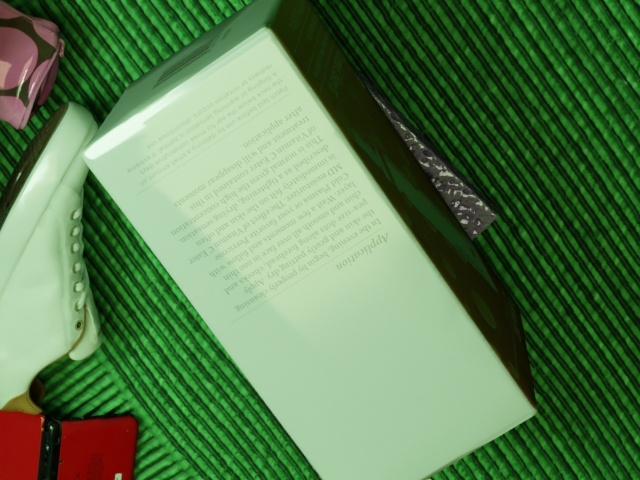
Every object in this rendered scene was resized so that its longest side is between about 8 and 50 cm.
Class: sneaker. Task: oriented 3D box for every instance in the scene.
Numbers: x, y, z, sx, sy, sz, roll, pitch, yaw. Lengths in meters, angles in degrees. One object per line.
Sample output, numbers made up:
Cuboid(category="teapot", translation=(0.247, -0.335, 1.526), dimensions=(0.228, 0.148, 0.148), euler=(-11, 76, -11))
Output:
Cuboid(category="sneaker", translation=(-0.224, 0.020, 1.396), dimensions=(0.123, 0.106, 0.290), euler=(21, 116, -14))

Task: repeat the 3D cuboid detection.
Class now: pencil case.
Cuboid(category="pencil case", translation=(-0.304, -0.179, 1.334), dimensions=(0.209, 0.095, 0.098), euler=(31, 94, -10))

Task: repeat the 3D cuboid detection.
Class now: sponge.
Cuboid(category="sponge", translation=(0.037, -0.054, 1.388), dimensions=(0.210, 0.031, 0.117), euler=(44, 105, -11))

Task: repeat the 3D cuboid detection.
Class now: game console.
Cuboid(category="game console", translation=(-0.240, 0.211, 1.495), dimensions=(0.124, 0.085, 0.144), euler=(-3, 111, -30))

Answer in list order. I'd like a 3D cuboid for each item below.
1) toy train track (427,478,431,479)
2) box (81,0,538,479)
Cuboid(category="toy train track", translation=(0.076, 0.237, 1.489), dimensions=(0.083, 0.014, 0.048), euler=(1, 108, 3))
Cuboid(category="box", translation=(0.000, 0.000, 1.277), dimensions=(0.168, 0.215, 0.345), euler=(-32, 104, 13))
